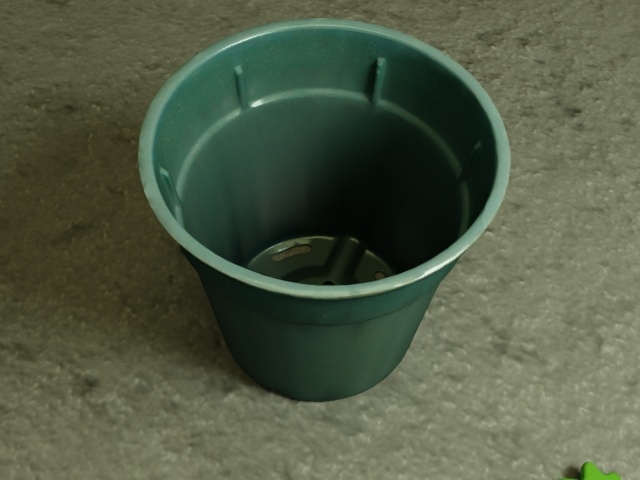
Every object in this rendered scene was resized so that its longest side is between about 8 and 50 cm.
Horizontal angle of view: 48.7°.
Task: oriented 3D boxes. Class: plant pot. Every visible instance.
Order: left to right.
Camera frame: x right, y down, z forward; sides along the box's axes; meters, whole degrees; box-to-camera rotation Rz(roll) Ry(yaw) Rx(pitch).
[{"bbox_3d":[0.000,0.000,0.783,0.341,0.334,0.341,1,54,-1],"label":"plant pot"}]

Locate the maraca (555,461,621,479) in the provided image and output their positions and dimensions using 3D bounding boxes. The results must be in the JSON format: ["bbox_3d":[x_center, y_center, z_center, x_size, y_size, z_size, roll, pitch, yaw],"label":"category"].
[{"bbox_3d":[0.281,0.301,0.729,0.185,0.099,0.127,-16,62,-43],"label":"maraca"}]
